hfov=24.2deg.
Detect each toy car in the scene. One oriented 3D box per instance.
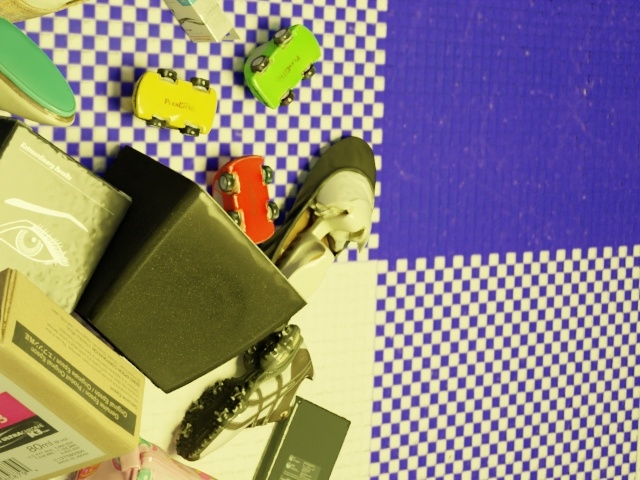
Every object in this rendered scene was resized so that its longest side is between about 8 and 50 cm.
[{"bbox_3d":[-0.084,-0.144,1.615,0.225,0.053,0.239,-51,124,-22],"label":"toy car"}]

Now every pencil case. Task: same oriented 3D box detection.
[{"bbox_3d":[-0.127,0.299,1.591,0.284,0.124,0.124,31,77,-33],"label":"pencil case"}]

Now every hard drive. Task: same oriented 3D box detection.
[{"bbox_3d":[-0.024,0.256,1.732,0.094,0.022,0.135,30,78,-36],"label":"hard drive"}]

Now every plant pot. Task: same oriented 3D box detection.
[{"bbox_3d":[-0.162,0.040,1.508,0.167,0.188,0.187,-46,122,-9],"label":"plant pot"}]

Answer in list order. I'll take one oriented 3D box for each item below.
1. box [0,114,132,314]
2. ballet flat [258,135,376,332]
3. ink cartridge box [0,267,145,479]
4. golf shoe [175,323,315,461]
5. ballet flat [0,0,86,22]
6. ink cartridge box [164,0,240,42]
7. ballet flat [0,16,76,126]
[{"bbox_3d":[-0.304,0.005,1.425,0.153,0.108,0.207,38,72,-35],"label":"box"},{"bbox_3d":[0.000,0.000,1.671,0.095,0.096,0.280,48,67,-32],"label":"ballet flat"},{"bbox_3d":[-0.309,0.143,1.347,0.193,0.234,0.088,45,34,-41],"label":"ink cartridge box"},{"bbox_3d":[-0.074,0.184,1.650,0.198,0.077,0.094,-47,121,-23],"label":"golf shoe"},{"bbox_3d":[-0.223,-0.284,1.452,0.316,0.106,0.108,-25,110,-33],"label":"ballet flat"},{"bbox_3d":[-0.126,-0.236,1.571,0.028,0.048,0.083,-49,122,-22],"label":"ink cartridge box"},{"bbox_3d":[-0.329,-0.187,1.370,0.248,0.086,0.086,49,65,-11],"label":"ballet flat"}]
